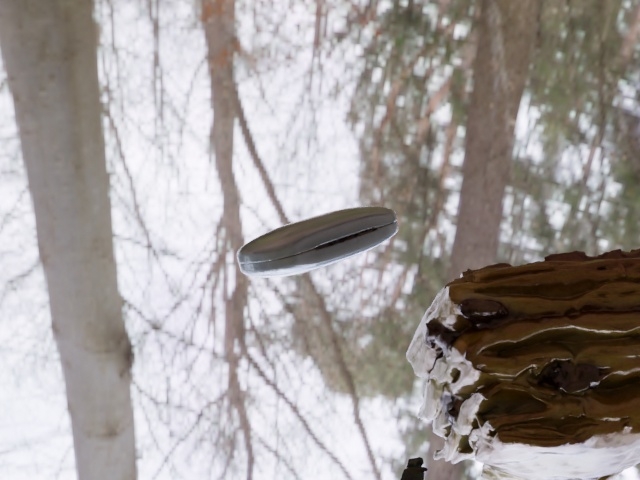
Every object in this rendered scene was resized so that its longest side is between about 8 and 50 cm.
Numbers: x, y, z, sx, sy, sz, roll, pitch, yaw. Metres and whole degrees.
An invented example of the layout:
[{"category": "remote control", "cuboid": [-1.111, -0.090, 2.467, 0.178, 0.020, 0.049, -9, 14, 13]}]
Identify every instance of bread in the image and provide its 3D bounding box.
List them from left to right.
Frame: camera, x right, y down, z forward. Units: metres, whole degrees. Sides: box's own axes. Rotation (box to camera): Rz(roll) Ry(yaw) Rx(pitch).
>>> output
[{"category": "bread", "cuboid": [0.260, 0.174, 1.445, 0.314, 0.370, 0.191, -8, -123, -9]}]

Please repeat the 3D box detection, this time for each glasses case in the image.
[{"category": "glasses case", "cuboid": [0.000, 0.000, 1.215, 0.067, 0.045, 0.178, -5, -171, 44]}]

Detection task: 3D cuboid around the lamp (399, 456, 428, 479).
[{"category": "lamp", "cuboid": [0.135, 0.297, 1.062, 0.284, 0.147, 0.209, 34, -171, 7]}]
